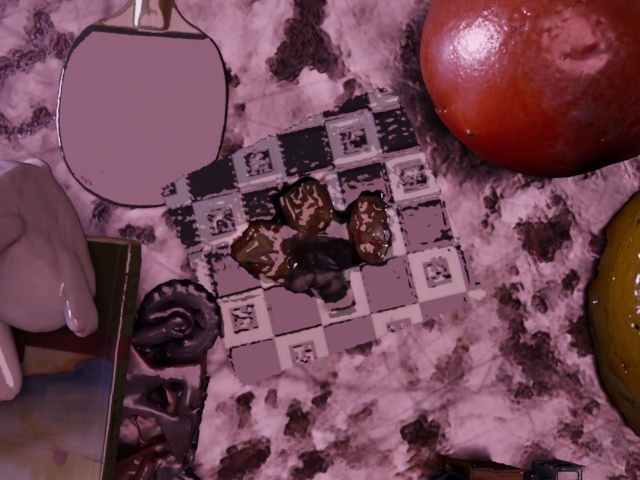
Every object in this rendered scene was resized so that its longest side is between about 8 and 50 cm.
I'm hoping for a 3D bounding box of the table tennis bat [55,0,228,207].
[{"bbox_3d":[-0.141,-0.149,1.087,0.138,0.022,0.247,5,89,-5],"label":"table tennis bat"}]

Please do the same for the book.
[{"bbox_3d":[-0.230,0.134,1.015,0.201,0.026,0.290,4,86,32],"label":"book"}]

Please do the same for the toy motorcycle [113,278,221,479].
[{"bbox_3d":[-0.143,0.131,1.052,0.118,0.084,0.213,5,101,-3],"label":"toy motorcycle"}]

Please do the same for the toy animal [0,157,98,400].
[{"bbox_3d":[-0.288,0.060,0.965,0.282,0.140,0.138,-37,51,17],"label":"toy animal"}]

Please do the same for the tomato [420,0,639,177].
[{"bbox_3d":[0.180,-0.140,1.024,0.208,0.208,0.185,18,87,-5],"label":"tomato"}]

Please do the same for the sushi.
[{"bbox_3d":[0.000,0.000,1.088,0.210,0.040,0.193,-22,84,-3],"label":"sushi"}]

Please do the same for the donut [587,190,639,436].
[{"bbox_3d":[0.353,0.058,1.087,0.272,0.107,0.272,0,87,-6],"label":"donut"}]

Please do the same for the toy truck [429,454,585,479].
[{"bbox_3d":[0.148,0.264,1.077,0.115,0.080,0.178,2,87,-15],"label":"toy truck"}]
